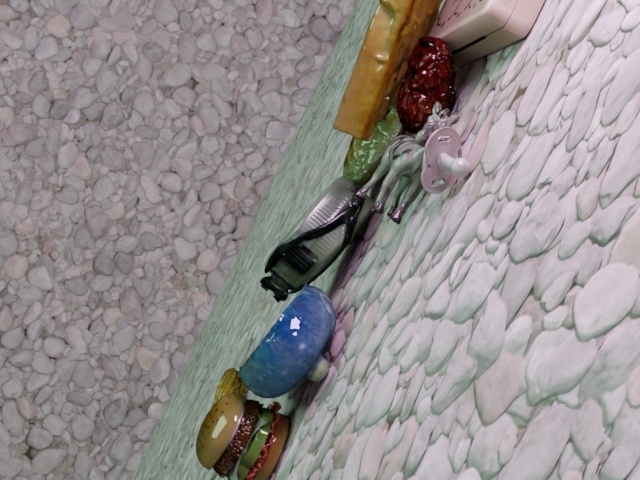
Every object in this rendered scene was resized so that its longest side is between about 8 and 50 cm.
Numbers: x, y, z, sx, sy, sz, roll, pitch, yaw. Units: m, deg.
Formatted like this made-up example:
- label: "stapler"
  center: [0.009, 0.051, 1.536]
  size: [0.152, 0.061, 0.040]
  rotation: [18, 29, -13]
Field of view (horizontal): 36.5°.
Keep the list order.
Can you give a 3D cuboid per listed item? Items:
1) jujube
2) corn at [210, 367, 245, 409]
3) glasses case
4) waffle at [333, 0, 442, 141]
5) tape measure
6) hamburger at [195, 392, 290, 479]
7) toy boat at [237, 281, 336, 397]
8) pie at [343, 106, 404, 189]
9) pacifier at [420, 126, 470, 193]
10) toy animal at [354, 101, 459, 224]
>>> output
- label: "jujube"
  center: [0.177, -0.251, 1.602]
  size: [0.104, 0.104, 0.165]
  rotation: [-75, -5, -48]
- label: "corn"
  center: [-0.206, 0.357, 2.169]
  size: [0.072, 0.072, 0.203]
  rotation: [-60, 10, 24]
- label: "glasses case"
  center: [0.265, -0.373, 1.550]
  size: [0.144, 0.076, 0.336]
  rotation: [-65, 10, -4]
- label: "waffle"
  center: [0.145, -0.363, 1.679]
  size: [0.348, 0.078, 0.304]
  rotation: [-54, -15, -57]
- label: "tape measure"
  center: [0.000, 0.000, 1.803]
  size: [0.235, 0.115, 0.207]
  rotation: [-49, 3, -20]
- label: "hamburger"
  center: [-0.141, 0.341, 1.685]
  size: [0.175, 0.137, 0.175]
  rotation: [-60, 7, 13]
- label: "toy boat"
  center: [-0.041, 0.189, 1.697]
  size: [0.215, 0.123, 0.330]
  rotation: [-51, -1, -9]
- label: "pie"
  center: [0.109, -0.200, 1.886]
  size: [0.248, 0.090, 0.201]
  rotation: [-65, 6, -29]
- label: "pacifier"
  center: [0.186, -0.111, 1.384]
  size: [0.078, 0.082, 0.099]
  rotation: [27, 119, 49]
- label: "toy animal"
  center: [0.138, -0.107, 1.543]
  size: [0.170, 0.090, 0.255]
  rotation: [-62, 11, -13]
